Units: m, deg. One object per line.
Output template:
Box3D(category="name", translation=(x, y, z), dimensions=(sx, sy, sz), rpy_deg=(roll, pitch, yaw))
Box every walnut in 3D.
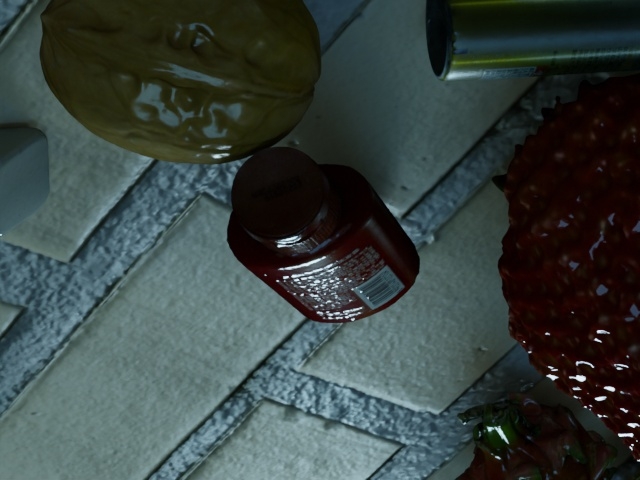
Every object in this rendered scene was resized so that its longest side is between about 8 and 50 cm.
Box3D(category="walnut", translation=(-0.101, -0.134, 1.327), dimensions=(0.206, 0.159, 0.159), rpy_deg=(14, 131, -17))

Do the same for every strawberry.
Box3D(category="strawberry", translation=(0.288, 0.057, 1.461), dimensions=(0.267, 0.351, 0.312), rpy_deg=(-19, 149, -4))

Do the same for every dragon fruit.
Box3D(category="dragon fruit", translation=(0.189, 0.212, 1.751), dimensions=(0.236, 0.135, 0.137), rpy_deg=(23, 95, -51))

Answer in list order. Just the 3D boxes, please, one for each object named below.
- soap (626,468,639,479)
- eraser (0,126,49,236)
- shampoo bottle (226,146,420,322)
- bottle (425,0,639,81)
Box3D(category="soap", translation=(0.380, 0.223, 1.824), dimensions=(0.233, 0.076, 0.135), rpy_deg=(-42, 165, 29))
Box3D(category="eraser", translation=(-0.386, -0.031, 1.432), dimensions=(0.351, 0.061, 0.089), rpy_deg=(-4, 137, -9))
Box3D(category="shampoo bottle", translation=(0.000, -0.001, 1.447), dimensions=(0.118, 0.076, 0.314), rpy_deg=(-17, 165, 8))
Box3D(category="bottle", translation=(0.227, -0.169, 1.416), dimensions=(0.286, 0.082, 0.082), rpy_deg=(-4, 136, -9))
